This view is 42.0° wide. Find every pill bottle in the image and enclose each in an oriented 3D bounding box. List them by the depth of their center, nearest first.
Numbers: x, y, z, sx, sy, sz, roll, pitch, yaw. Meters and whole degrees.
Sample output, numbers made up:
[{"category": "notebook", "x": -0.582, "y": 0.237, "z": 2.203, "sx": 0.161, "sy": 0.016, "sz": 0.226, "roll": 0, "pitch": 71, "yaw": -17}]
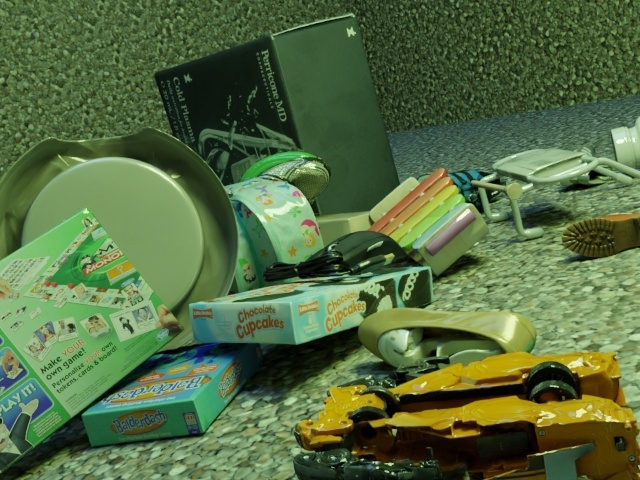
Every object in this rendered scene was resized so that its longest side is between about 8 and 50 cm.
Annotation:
[{"category": "pill bottle", "x": 0.709, "y": -0.204, "z": 1.684, "sx": 0.222, "sy": 0.124, "sz": 0.124, "roll": -12, "pitch": 11, "yaw": 17}]

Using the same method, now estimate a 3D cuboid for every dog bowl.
[{"category": "dog bowl", "x": -0.296, "y": 0.009, "z": 1.202, "sx": 0.349, "sy": 0.348, "sz": 0.102, "roll": -17, "pitch": -5, "yaw": -13}]

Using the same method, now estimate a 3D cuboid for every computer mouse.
[{"category": "computer mouse", "x": 0.057, "y": 0.016, "z": 1.268, "sx": 0.262, "sy": 0.060, "sz": 0.184, "roll": -8, "pitch": 1, "yaw": -40}]

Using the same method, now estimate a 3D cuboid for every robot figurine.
[{"category": "robot figurine", "x": 0.119, "y": 0.166, "z": 0.727, "sx": 0.291, "sy": 0.085, "sz": 0.211, "roll": -11, "pitch": 11, "yaw": 16}]

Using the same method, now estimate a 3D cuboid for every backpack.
[{"category": "backpack", "x": -0.106, "y": 0.008, "z": 1.433, "sx": 0.191, "sy": 0.225, "sz": 0.253, "roll": -25, "pitch": 19, "yaw": -32}]

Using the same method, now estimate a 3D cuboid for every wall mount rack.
[{"category": "wall mount rack", "x": 0.467, "y": -0.106, "z": 1.541, "sx": 0.304, "sy": 0.130, "sz": 0.350, "roll": -19, "pitch": 11, "yaw": -2}]

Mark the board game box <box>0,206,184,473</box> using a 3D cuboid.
[{"category": "board game box", "x": -0.357, "y": 0.125, "z": 1.044, "sx": 0.317, "sy": 0.213, "sz": 0.046, "roll": -38, "pitch": 0, "yaw": -34}]

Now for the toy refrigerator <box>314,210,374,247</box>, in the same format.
[{"category": "toy refrigerator", "x": 0.000, "y": 0.000, "z": 1.687, "sx": 0.270, "sy": 0.094, "sz": 0.102, "roll": -3, "pitch": 9, "yaw": 45}]

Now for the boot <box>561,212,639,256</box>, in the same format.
[{"category": "boot", "x": 0.440, "y": -0.012, "z": 1.277, "sx": 0.158, "sy": 0.059, "sz": 0.084, "roll": -6, "pitch": 8, "yaw": -2}]

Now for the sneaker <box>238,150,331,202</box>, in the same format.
[{"category": "sneaker", "x": -0.127, "y": -0.054, "z": 1.644, "sx": 0.344, "sy": 0.134, "sz": 0.146, "roll": -30, "pitch": 33, "yaw": -4}]

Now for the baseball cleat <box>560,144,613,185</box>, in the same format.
[{"category": "baseball cleat", "x": 0.582, "y": -0.155, "z": 1.795, "sx": 0.109, "sy": 0.072, "sz": 0.206, "roll": 9, "pitch": 27, "yaw": 32}]

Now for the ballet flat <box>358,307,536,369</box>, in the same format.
[{"category": "ballet flat", "x": 0.132, "y": 0.120, "z": 0.971, "sx": 0.232, "sy": 0.080, "sz": 0.073, "roll": -8, "pitch": 28, "yaw": 35}]

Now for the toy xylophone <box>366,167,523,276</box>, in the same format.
[{"category": "toy xylophone", "x": 0.208, "y": -0.047, "z": 1.464, "sx": 0.236, "sy": 0.081, "sz": 0.323, "roll": -43, "pitch": 18, "yaw": -9}]

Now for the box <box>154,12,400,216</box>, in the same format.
[{"category": "box", "x": -0.104, "y": -0.251, "z": 2.050, "sx": 0.472, "sy": 0.479, "sz": 0.297, "roll": -4, "pitch": 17, "yaw": 46}]

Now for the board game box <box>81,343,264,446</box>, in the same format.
[{"category": "board game box", "x": -0.185, "y": 0.191, "z": 1.087, "sx": 0.160, "sy": 0.047, "sz": 0.210, "roll": -11, "pitch": 12, "yaw": 19}]

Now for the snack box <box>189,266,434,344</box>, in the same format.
[{"category": "snack box", "x": -0.003, "y": 0.088, "z": 1.181, "sx": 0.187, "sy": 0.060, "sz": 0.322, "roll": -5, "pitch": 3, "yaw": 39}]

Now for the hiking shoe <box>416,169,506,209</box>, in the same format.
[{"category": "hiking shoe", "x": 0.286, "y": -0.101, "z": 1.746, "sx": 0.132, "sy": 0.113, "sz": 0.304, "roll": -9, "pitch": 12, "yaw": 29}]
